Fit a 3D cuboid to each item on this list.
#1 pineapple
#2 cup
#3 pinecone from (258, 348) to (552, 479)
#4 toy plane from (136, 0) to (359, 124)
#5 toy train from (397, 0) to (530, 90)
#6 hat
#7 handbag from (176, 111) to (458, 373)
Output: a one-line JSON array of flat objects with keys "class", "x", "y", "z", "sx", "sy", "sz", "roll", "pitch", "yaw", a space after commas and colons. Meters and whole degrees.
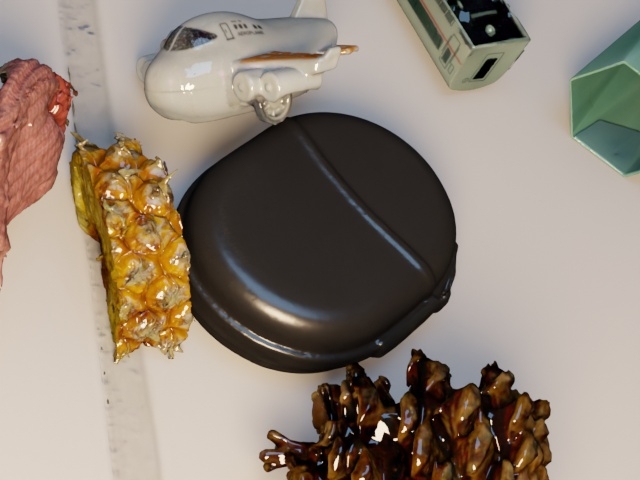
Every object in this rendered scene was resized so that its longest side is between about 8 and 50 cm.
[{"class": "pineapple", "x": -0.177, "y": -0.014, "z": 1.670, "sx": 0.079, "sy": 0.135, "sz": 0.233, "roll": -10, "pitch": 62, "yaw": -27}, {"class": "cup", "x": 0.392, "y": -0.195, "z": 2.043, "sx": 0.236, "sy": 0.148, "sz": 0.134, "roll": -47, "pitch": 114, "yaw": -39}, {"class": "pinecone", "x": 0.090, "y": 0.205, "z": 1.559, "sx": 0.257, "sy": 0.243, "sz": 0.243, "roll": 39, "pitch": 50, "yaw": -6}, {"class": "toy plane", "x": -0.075, "y": -0.185, "z": 1.808, "sx": 0.244, "sy": 0.117, "sz": 0.245, "roll": -5, "pitch": 18, "yaw": 2}, {"class": "toy train", "x": 0.095, "y": -0.351, "z": 2.058, "sx": 0.086, "sy": 0.088, "sz": 0.407, "roll": -12, "pitch": 61, "yaw": -31}, {"class": "hat", "x": -0.289, "y": -0.073, "z": 1.625, "sx": 0.107, "sy": 0.237, "sz": 0.286, "roll": 22, "pitch": 37, "yaw": -6}, {"class": "handbag", "x": 0.000, "y": -0.001, "z": 1.762, "sx": 0.254, "sy": 0.093, "sz": 0.308, "roll": 44, "pitch": 51, "yaw": 12}]
